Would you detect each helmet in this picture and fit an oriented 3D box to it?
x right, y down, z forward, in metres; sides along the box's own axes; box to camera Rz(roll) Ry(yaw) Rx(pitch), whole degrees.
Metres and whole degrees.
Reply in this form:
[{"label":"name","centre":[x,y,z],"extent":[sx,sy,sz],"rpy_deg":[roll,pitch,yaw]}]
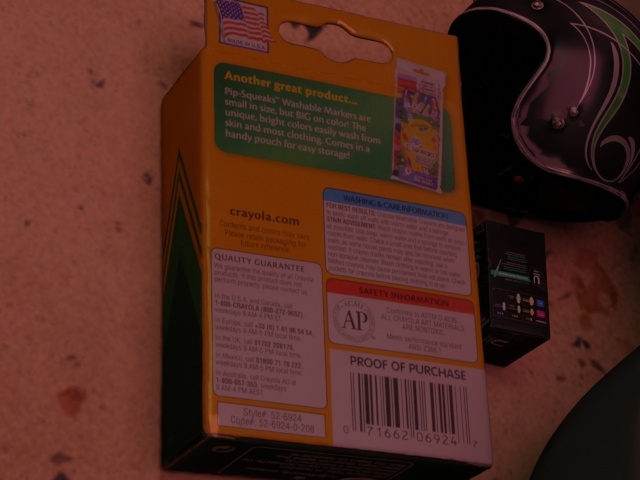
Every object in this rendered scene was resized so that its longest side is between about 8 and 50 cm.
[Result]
[{"label":"helmet","centre":[0.171,-0.107,1.261],"extent":[0.169,0.169,0.161],"rpy_deg":[16,74,-21]}]

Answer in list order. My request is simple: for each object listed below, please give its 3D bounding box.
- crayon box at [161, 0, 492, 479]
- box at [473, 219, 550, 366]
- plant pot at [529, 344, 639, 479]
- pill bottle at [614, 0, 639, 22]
[{"label":"crayon box","centre":[0.000,0.000,1.166],"extent":[0.203,0.083,0.323],"rpy_deg":[9,64,-24]},{"label":"box","centre":[0.124,0.038,1.225],"extent":[0.052,0.062,0.083],"rpy_deg":[12,62,-24]},{"label":"plant pot","centre":[0.264,0.194,1.118],"extent":[0.293,0.235,0.293],"rpy_deg":[11,63,-23]},{"label":"pill bottle","centre":[0.332,-0.179,1.407],"extent":[0.187,0.112,0.112],"rpy_deg":[3,66,-27]}]
